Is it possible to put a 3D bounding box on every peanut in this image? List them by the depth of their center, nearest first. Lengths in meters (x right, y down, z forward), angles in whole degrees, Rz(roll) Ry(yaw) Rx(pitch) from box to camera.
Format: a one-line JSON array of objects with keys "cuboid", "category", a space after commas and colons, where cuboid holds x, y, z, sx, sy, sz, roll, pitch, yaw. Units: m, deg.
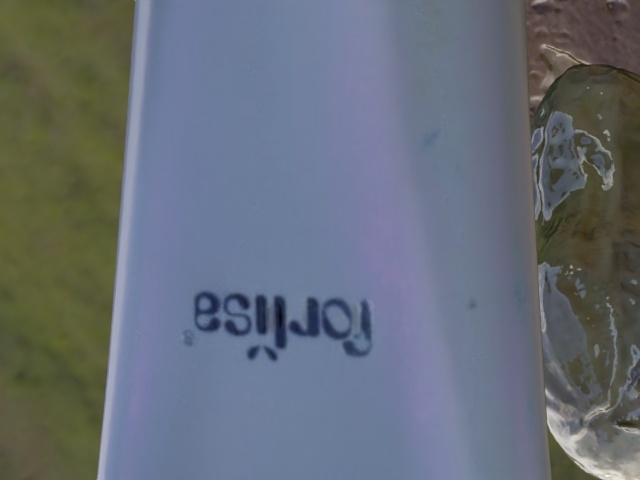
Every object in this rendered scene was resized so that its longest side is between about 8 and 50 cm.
[{"cuboid": [0.136, 0.010, 0.895, 0.099, 0.214, 0.090, 18, 144, -23], "category": "peanut"}]

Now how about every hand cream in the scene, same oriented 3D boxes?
[{"cuboid": [0.000, 0.000, 0.642, 0.118, 0.186, 0.358, -16, -73, -77], "category": "hand cream"}]

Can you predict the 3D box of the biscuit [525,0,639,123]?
[{"cuboid": [0.131, -0.106, 1.084, 0.249, 0.035, 0.184, -5, 116, 36], "category": "biscuit"}]
